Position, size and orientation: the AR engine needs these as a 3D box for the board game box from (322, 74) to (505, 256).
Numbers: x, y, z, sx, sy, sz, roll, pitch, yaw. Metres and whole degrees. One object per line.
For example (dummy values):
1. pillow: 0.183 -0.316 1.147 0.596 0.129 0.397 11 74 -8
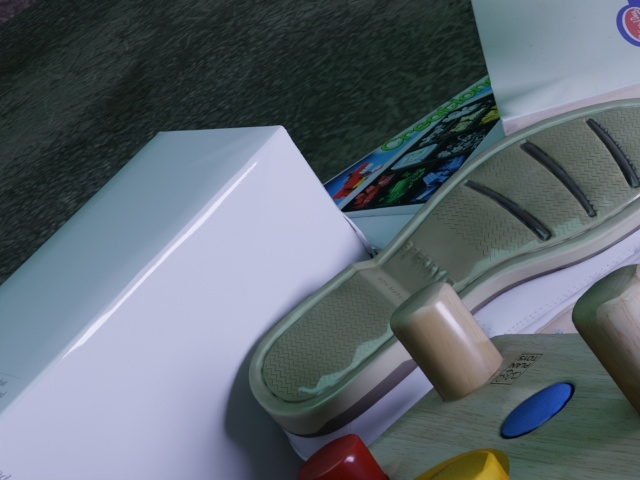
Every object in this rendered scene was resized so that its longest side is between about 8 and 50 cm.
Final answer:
1. board game box: 0.152 -0.063 1.007 0.305 0.053 0.193 -34 29 -17

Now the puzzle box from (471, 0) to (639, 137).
1. puzzle box: 0.245 -0.181 1.024 0.272 0.052 0.409 -15 27 10

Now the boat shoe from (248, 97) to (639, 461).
1. boat shoe: 0.105 0.030 0.832 0.302 0.103 0.113 -33 40 0

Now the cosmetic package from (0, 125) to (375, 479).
1. cosmetic package: -0.124 0.116 0.856 0.155 0.197 0.365 2 42 51

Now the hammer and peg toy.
1. hammer and peg toy: 0.033 0.123 0.647 0.266 0.127 0.361 -40 9 -17

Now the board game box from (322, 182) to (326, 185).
1. board game box: 0.000 0.000 1.135 0.281 0.027 0.145 -14 32 32
